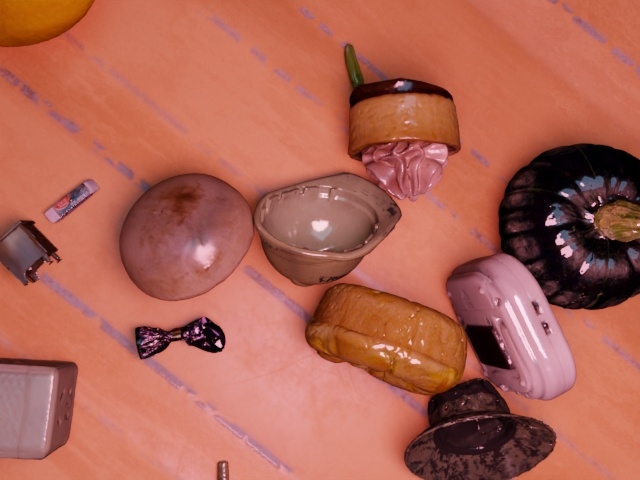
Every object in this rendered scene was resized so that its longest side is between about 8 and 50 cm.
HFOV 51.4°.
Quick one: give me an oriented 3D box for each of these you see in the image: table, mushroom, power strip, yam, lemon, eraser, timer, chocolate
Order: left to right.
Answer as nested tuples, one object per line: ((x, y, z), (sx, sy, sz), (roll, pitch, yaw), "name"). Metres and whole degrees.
((-0.514, 0.256, 1.038), (0.224, 0.140, 0.139), (5, 84, -5), "power strip")
((-0.485, -0.436, 1.071), (0.263, 0.236, 0.236), (-12, 85, -23), "lemon")
((-0.482, 0.020, 1.097), (0.070, 0.083, 0.082), (-43, 97, -6), "table")
((-0.427, -0.068, 1.144), (0.099, 0.019, 0.027), (-41, 90, -8), "eraser")
((-0.237, 0.163, 1.127), (0.147, 0.072, 0.070), (-7, 44, -16), "chocolate")
((-0.213, -0.003, 1.089), (0.226, 0.178, 0.226), (-16, 53, 22), "mushroom")
((-0.162, 0.431, 1.121), (0.021, 0.021, 0.116), (-1, 83, -7), "yam")
((0.300, 0.142, 1.086), (0.087, 0.262, 0.237), (-23, 87, -8), "timer")

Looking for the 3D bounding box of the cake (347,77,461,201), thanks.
((0.135, -0.157, 1.136), (0.207, 0.185, 0.178), (13, 77, -28), "cake")

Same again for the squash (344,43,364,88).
((0.060, -0.321, 1.229), (0.027, 0.027, 0.089), (-15, 84, -8), "squash")

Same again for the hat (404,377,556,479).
((0.254, 0.307, 1.125), (0.265, 0.265, 0.128), (-4, 48, -7), "hat")

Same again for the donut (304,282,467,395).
((0.109, 0.160, 1.081), (0.261, 0.208, 0.128), (19, 76, 6), "donut")

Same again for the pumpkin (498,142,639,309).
((0.453, -0.027, 1.120), (0.295, 0.296, 0.296), (1, 84, -7), "pumpkin")

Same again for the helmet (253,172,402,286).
((0.003, 0.001, 1.133), (0.257, 0.137, 0.204), (-19, 47, -32), "helmet")
